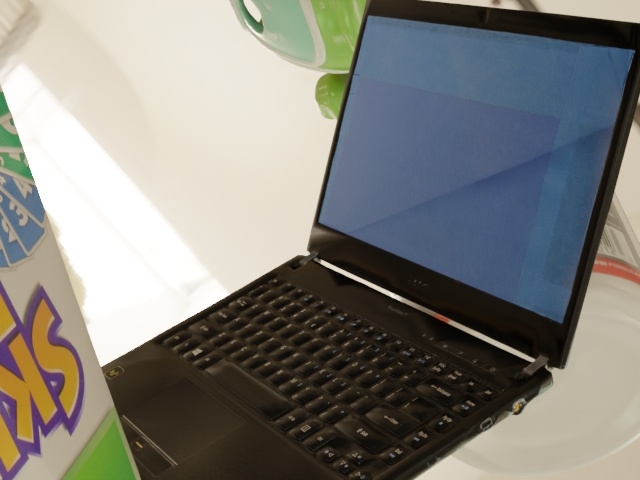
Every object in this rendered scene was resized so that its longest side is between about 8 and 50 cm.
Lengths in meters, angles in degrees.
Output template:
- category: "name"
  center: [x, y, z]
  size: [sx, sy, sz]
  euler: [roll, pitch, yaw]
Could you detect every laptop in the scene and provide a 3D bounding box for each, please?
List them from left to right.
- category: "laptop"
  center: [0.000, 0.000, 0.618]
  size: [0.264, 0.137, 0.234]
  euler: [-29, -155, -21]

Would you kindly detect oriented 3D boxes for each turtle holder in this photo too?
- category: "turtle holder"
  center: [0.018, -0.322, 1.622]
  size: [0.227, 0.320, 0.243]
  euler: [-3, -113, 23]

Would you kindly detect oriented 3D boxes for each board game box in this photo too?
- category: "board game box"
  center: [-0.139, 0.018, 0.452]
  size: [0.039, 0.260, 0.124]
  euler: [-13, -172, 25]

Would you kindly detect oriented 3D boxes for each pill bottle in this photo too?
- category: "pill bottle"
  center: [0.156, 0.002, 1.091]
  size: [0.210, 0.210, 0.363]
  euler: [-39, -146, 22]
